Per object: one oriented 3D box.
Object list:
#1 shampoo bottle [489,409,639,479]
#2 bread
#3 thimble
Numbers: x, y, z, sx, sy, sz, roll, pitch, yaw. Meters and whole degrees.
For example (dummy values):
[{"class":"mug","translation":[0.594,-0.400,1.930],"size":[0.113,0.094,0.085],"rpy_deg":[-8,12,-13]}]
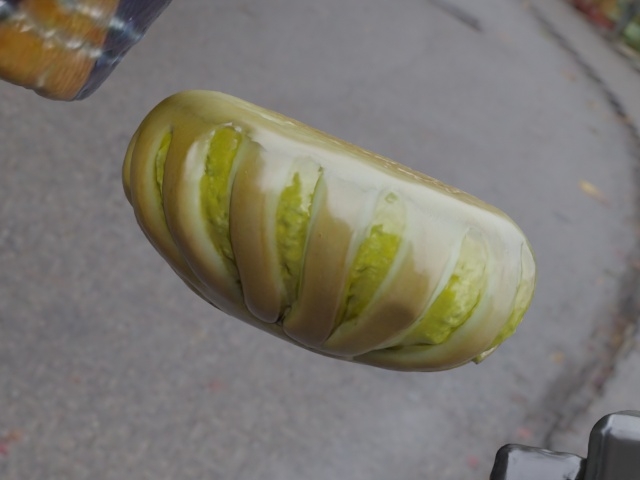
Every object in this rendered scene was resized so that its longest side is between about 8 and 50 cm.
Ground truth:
[{"class":"shampoo bottle","translation":[0.178,0.112,0.622],"size":[0.246,0.080,0.079],"rpy_deg":[9,-3,15]},{"class":"bread","translation":[0.000,0.000,0.889],"size":[0.213,0.104,0.213],"rpy_deg":[25,2,-1]},{"class":"thimble","translation":[-0.187,-0.196,1.029],"size":[0.237,0.150,0.237],"rpy_deg":[38,9,-7]}]
